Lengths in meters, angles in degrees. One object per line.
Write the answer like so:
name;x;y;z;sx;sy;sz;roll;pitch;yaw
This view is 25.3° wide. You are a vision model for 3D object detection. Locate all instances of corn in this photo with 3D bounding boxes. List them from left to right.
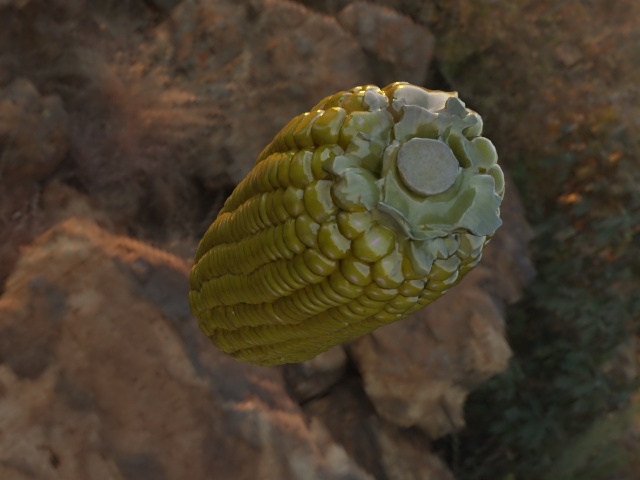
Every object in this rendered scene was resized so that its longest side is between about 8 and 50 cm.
corn;0.000;0.000;0.932;0.144;0.387;0.144;4;78;-19
